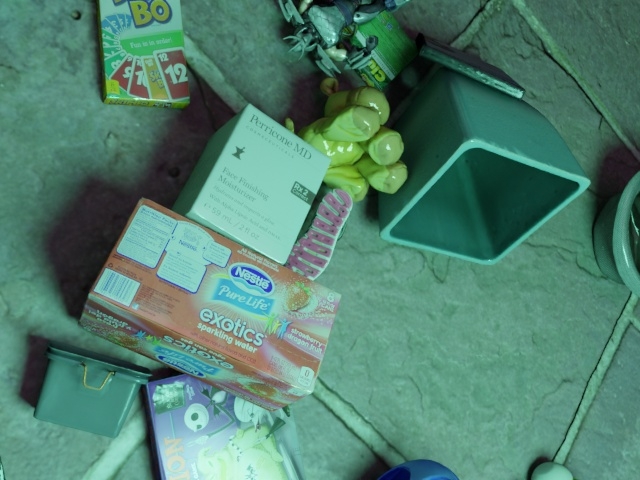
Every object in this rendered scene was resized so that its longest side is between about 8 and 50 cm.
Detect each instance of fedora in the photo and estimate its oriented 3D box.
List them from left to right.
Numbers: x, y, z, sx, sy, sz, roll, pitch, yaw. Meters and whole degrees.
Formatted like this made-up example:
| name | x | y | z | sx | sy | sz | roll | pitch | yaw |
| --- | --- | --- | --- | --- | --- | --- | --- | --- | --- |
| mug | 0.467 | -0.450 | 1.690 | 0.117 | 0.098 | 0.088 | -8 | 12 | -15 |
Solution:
| name | x | y | z | sx | sy | sz | roll | pitch | yaw |
| --- | --- | --- | --- | --- | --- | --- | --- | --- | --- |
| fedora | 0.663 | -0.014 | 1.363 | 0.243 | 0.124 | 0.275 | 1 | 88 | -26 |

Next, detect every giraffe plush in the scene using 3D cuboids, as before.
| name | x | y | z | sx | sy | sz | roll | pitch | yaw |
| --- | --- | --- | --- | --- | --- | --- | --- | --- | --- |
| giraffe plush | 0.051 | -0.180 | 1.060 | 0.170 | 0.210 | 0.181 | -63 | 147 | -39 |

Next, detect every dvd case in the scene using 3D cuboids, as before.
| name | x | y | z | sx | sy | sz | roll | pitch | yaw |
| --- | --- | --- | --- | --- | --- | --- | --- | --- | --- |
| dvd case | 0.253 | -0.310 | 1.138 | 0.180 | 0.253 | 0.022 | 24 | 113 | -3 |

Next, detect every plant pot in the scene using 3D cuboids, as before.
| name | x | y | z | sx | sy | sz | roll | pitch | yaw |
| --- | --- | --- | --- | --- | --- | --- | --- | --- | --- |
| plant pot | 0.246 | -0.145 | 1.104 | 0.247 | 0.248 | 0.252 | 14 | 49 | -25 |

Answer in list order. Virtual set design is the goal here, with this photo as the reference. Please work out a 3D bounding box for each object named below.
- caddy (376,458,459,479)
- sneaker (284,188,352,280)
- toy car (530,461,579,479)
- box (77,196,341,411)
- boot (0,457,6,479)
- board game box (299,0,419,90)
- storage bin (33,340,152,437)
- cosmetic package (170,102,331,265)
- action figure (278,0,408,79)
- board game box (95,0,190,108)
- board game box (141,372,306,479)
| name | x | y | z | sx | sy | sz | roll | pitch | yaw |
| --- | --- | --- | --- | --- | --- | --- | --- | --- | --- |
| caddy | 0.115 | 0.483 | 0.909 | 0.179 | 0.241 | 0.341 | 40 | 64 | -23 |
| sneaker | 0.000 | 0.000 | 1.043 | 0.063 | 0.075 | 0.170 | 28 | 88 | 6 |
| toy car | 0.426 | 0.489 | 1.129 | 0.182 | 0.136 | 0.159 | -32 | 95 | -29 |
| box | -0.145 | 0.093 | 0.869 | 0.300 | 0.142 | 0.154 | 26 | 58 | -13 |
| boot | -0.456 | 0.254 | 0.750 | 0.161 | 0.083 | 0.246 | -5 | 88 | -36 |
| board game box | 0.061 | -0.403 | 1.176 | 0.260 | 0.030 | 0.136 | 50 | 60 | -11 |
| storage bin | -0.295 | 0.193 | 0.830 | 0.135 | 0.098 | 0.091 | 20 | 81 | -18 |
| cosmetic package | -0.108 | -0.066 | 0.946 | 0.151 | 0.151 | 0.184 | 32 | 67 | -20 |
| action figure | 0.052 | -0.395 | 1.096 | 0.285 | 0.099 | 0.185 | -38 | 112 | -14 |
| board game box | -0.271 | -0.329 | 0.982 | 0.124 | 0.039 | 0.259 | -3 | 79 | -29 |
| board game box | -0.121 | 0.348 | 0.919 | 0.208 | 0.056 | 0.347 | -9 | 85 | -25 |
